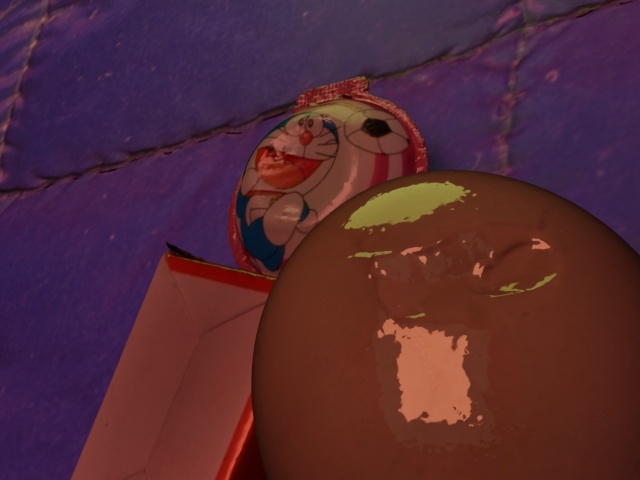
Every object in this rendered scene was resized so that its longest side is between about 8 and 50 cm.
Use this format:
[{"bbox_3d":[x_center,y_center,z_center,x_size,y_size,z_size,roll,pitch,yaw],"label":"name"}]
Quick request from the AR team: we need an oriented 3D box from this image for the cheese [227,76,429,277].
[{"bbox_3d":[0.000,0.000,1.024,0.155,0.062,0.244,-11,60,29],"label":"cheese"}]

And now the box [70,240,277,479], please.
[{"bbox_3d":[-0.053,0.108,0.922,0.133,0.099,0.182,11,76,43],"label":"box"}]

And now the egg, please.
[{"bbox_3d":[0.076,0.082,0.769,0.219,0.219,0.269,-33,54,11],"label":"egg"}]
